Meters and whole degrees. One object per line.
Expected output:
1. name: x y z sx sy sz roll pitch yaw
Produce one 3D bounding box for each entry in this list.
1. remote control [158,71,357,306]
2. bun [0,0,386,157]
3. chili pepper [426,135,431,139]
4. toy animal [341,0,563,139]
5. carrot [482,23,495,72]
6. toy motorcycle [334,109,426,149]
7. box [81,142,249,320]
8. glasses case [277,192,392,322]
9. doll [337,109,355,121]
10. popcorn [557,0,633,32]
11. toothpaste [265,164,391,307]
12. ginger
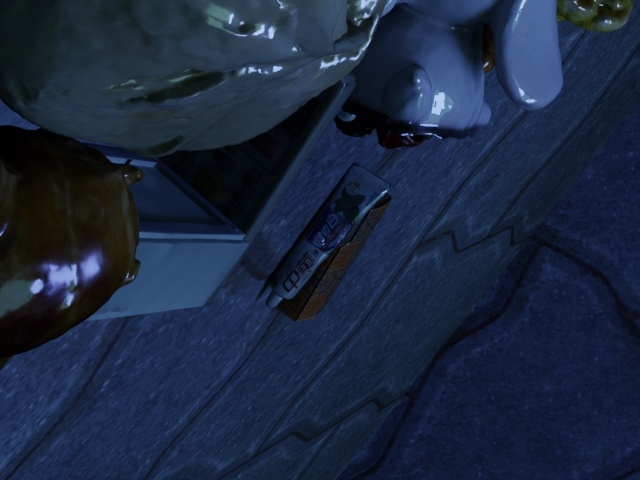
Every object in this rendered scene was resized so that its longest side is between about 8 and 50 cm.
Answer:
1. remote control: -0.085 -0.071 1.315 0.285 0.123 0.038 -54 166 24
2. bun: -0.057 -0.192 0.911 0.361 0.213 0.361 -47 165 -17
3. chili pepper: 0.161 -0.201 1.842 0.073 0.050 0.182 -34 157 -27
4. toy animal: 0.099 -0.225 1.326 0.174 0.249 0.289 -110 -165 -70
5. carrot: 0.175 -0.232 1.626 0.059 0.059 0.248 -53 -169 16
6. toy motorcycle: 0.096 -0.187 1.554 0.082 0.122 0.213 2 127 -54
7. box: -0.167 -0.010 1.207 0.086 0.129 0.225 -53 165 12
8. glasses case: 0.019 0.018 1.973 0.075 0.049 0.218 -29 155 -53
9. doll: -0.009 -0.138 1.506 0.076 0.050 0.083 -32 168 6
10. popcorn: 0.279 -0.321 1.593 0.226 0.203 0.200 -41 160 4
11. toothpaste: 0.000 0.000 1.883 0.233 0.060 0.038 -52 -163 15
12. ginger: -0.290 0.047 0.886 0.357 0.152 0.274 -36 165 15
